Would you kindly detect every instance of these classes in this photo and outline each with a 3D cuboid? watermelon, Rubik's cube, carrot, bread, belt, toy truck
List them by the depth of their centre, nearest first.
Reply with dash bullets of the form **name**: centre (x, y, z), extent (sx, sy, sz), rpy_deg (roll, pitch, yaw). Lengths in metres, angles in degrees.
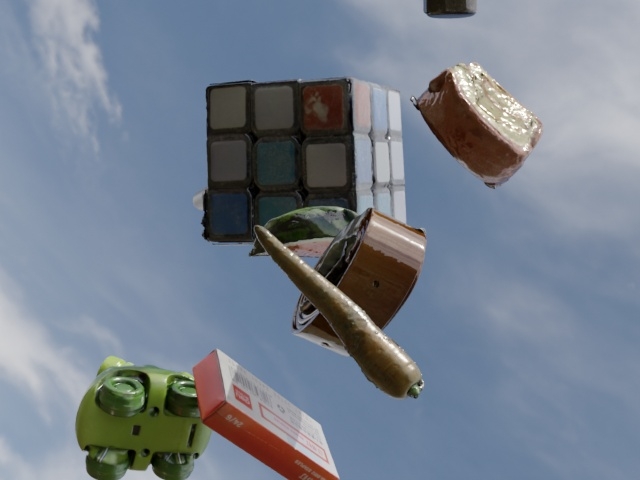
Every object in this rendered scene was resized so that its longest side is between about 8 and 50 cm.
- **carrot**: centre (0.013, 0.071, 0.897), extent (0.254, 0.049, 0.049), rpy_deg (46, -42, 17)
- **belt**: centre (0.050, 0.060, 1.199), extent (0.105, 0.184, 0.261), rpy_deg (27, -40, -8)
- **toy truck**: centre (-0.245, 0.243, 1.235), extent (0.187, 0.210, 0.148), rpy_deg (13, -77, -5)
- **watermelon**: centre (-0.002, -0.004, 1.495), extent (0.119, 0.245, 0.063), rpy_deg (112, -30, -55)
- **bread**: centre (0.284, -0.214, 1.537), extent (0.244, 0.190, 0.123), rpy_deg (37, -45, -6)
- **Rubik's cube**: centre (-0.021, -0.161, 1.875), extent (0.358, 0.363, 0.362), rpy_deg (-3, -90, 25)

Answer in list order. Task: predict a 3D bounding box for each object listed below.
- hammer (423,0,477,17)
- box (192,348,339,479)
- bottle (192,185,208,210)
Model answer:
- **hammer**: centre (0.064, -0.486, 1.422), extent (0.408, 0.095, 0.242), rpy_deg (-2, -78, 5)
- **box**: centre (-0.070, 0.249, 1.148), extent (0.229, 0.050, 0.123), rpy_deg (42, 11, -29)
- **bottle**: centre (-0.270, -0.104, 2.066), extent (0.053, 0.053, 0.140), rpy_deg (61, -21, -6)
